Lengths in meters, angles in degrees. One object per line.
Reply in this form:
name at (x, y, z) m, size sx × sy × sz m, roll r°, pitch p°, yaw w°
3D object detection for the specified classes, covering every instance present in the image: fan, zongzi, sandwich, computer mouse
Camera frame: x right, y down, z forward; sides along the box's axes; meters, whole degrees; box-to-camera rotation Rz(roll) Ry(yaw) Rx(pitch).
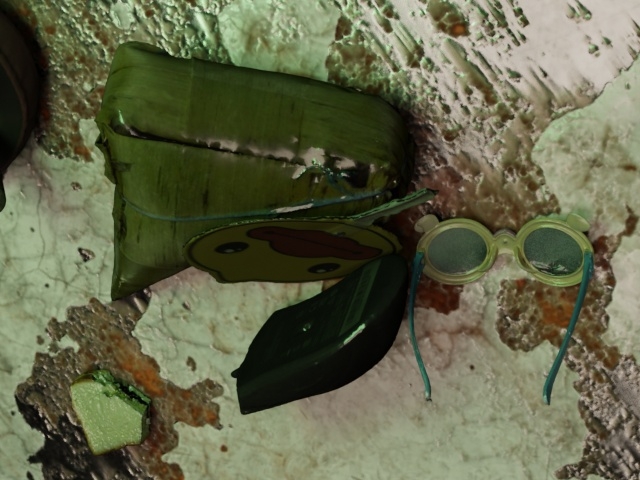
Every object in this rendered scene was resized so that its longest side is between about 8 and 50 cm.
fan at (0.000, -0.001, 1.409) m, size 0.335 × 0.229 × 0.011 m, roll -22°, pitch 64°, yaw 46°
zongzi at (-0.080, -0.025, 1.490) m, size 0.322 × 0.160 × 0.360 m, roll 13°, pitch 135°, yaw 0°
sandwich at (-0.250, 0.200, 1.656) m, size 0.093 × 0.036 × 0.105 m, roll -23°, pitch 97°, yaw 24°
computer mouse at (0.008, 0.114, 1.468) m, size 0.264 × 0.147 × 0.088 m, roll -25°, pitch 115°, yaw 38°

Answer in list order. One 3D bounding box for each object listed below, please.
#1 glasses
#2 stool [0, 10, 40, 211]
glasses at (0.178, 0.082, 1.404) m, size 0.189 × 0.221 × 0.088 m, roll 0°, pitch 145°, yaw 17°
stool at (-0.448, -0.134, 1.495) m, size 0.272 × 0.178 × 0.272 m, roll -1°, pitch 125°, yaw -1°
